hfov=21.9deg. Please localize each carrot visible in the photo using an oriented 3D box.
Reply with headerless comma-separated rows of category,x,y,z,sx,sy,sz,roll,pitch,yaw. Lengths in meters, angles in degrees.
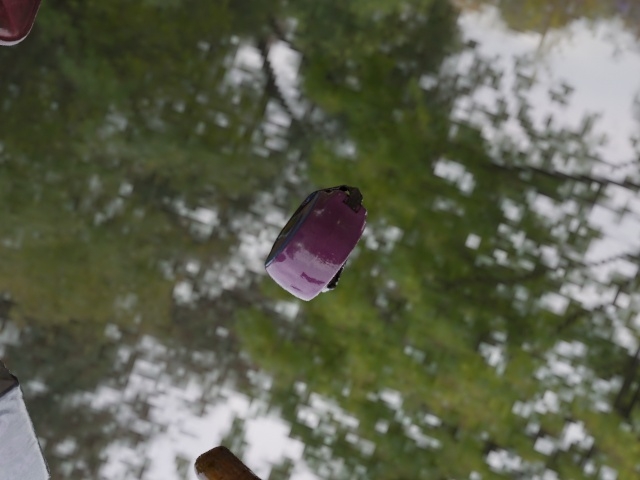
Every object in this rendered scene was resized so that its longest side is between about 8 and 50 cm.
carrot,-0.048,0.267,1.589,0.186,0.060,0.060,42,-164,0

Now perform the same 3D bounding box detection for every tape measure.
tape measure,0.000,0.000,1.702,0.074,0.125,0.118,35,170,-6

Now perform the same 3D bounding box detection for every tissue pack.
tissue pack,-0.251,0.150,1.135,0.112,0.156,0.051,-34,-117,-19

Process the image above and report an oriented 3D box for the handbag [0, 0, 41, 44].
handbag,-0.375,-0.272,1.571,0.225,0.146,0.135,26,165,-39
